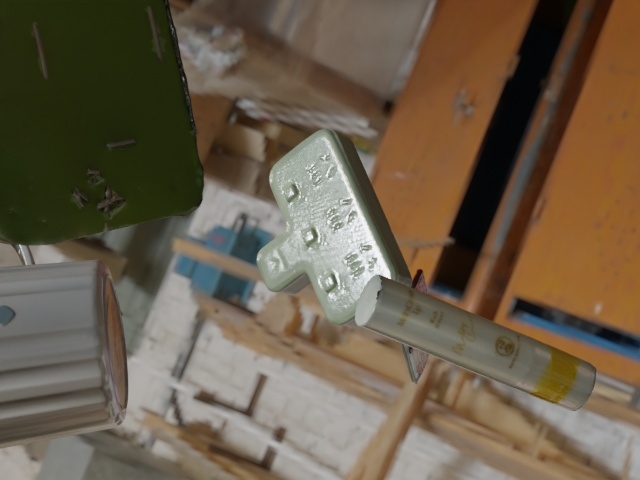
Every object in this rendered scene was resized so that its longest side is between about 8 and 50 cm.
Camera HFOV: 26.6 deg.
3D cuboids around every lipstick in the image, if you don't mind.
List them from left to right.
[{"bbox_3d":[0.160,0.107,1.391,0.264,0.059,0.059,23,177,-17],"label":"lipstick"}]

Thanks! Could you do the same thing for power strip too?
[{"bbox_3d":[0.000,0.000,1.838,0.059,0.193,0.265,16,-136,-52],"label":"power strip"}]

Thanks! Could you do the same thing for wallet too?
[{"bbox_3d":[0.152,0.138,2.144,0.020,0.103,0.196,12,149,20],"label":"wallet"}]

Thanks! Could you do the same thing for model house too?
[{"bbox_3d":[-0.237,-0.144,1.091,0.207,0.294,0.154,-14,-175,-33],"label":"model house"}]

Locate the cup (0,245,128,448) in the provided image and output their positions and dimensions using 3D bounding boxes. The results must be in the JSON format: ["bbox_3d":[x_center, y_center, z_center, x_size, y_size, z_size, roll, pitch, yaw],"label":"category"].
[{"bbox_3d":[-0.279,0.075,1.174,0.202,0.221,0.167,-7,180,-2],"label":"cup"}]
